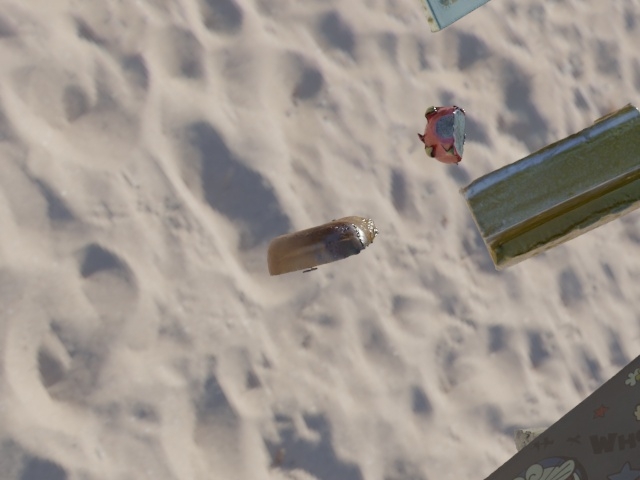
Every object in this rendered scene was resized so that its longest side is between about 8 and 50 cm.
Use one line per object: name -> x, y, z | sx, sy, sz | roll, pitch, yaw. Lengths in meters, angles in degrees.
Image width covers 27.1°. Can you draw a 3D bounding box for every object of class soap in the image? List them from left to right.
soap -> 0.356, -0.077, 1.958 | 0.259, 0.281, 0.143 | 37, 30, -74

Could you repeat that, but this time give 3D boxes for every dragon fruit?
dragon fruit -> 0.165, -0.149, 1.825 | 0.056, 0.060, 0.083 | 33, 60, -57

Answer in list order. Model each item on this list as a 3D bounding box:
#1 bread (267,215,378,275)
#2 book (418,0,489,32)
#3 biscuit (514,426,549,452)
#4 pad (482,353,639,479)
bread -> 0.000, 0.000, 1.580 | 0.044, 0.129, 0.126 | 69, 20, -8
book -> 0.117, -0.387, 1.402 | 0.208, 0.020, 0.295 | -35, 103, -42
biscuit -> 0.321, 0.249, 1.644 | 0.290, 0.141, 0.038 | 74, 10, -86
pad -> 0.236, 0.208, 1.202 | 0.006, 0.245, 0.170 | 46, 8, -23
